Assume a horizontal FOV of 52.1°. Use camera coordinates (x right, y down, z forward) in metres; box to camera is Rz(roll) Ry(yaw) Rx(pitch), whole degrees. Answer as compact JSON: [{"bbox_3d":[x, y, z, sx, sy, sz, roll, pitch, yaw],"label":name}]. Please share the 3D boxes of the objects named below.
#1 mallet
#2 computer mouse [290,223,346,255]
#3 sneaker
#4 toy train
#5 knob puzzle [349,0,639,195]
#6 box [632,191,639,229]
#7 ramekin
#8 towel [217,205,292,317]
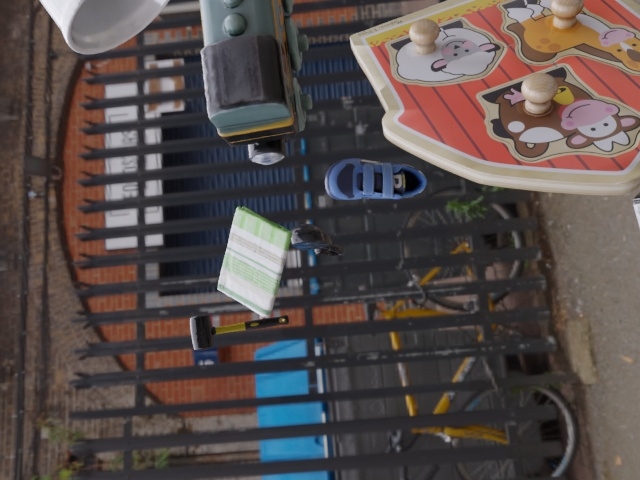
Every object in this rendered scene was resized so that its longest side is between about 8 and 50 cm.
[{"bbox_3d":[-0.149,0.150,1.205,0.039,0.189,0.063,-27,79,62],"label":"mallet"},{"bbox_3d":[0.000,0.000,1.298,0.242,0.071,0.041,27,-123,-71],"label":"computer mouse"},{"bbox_3d":[0.072,-0.077,0.830,0.059,0.144,0.053,13,105,56],"label":"sneaker"},{"bbox_3d":[-0.093,-0.273,0.862,0.190,0.142,0.334,52,-149,-80],"label":"toy train"},{"bbox_3d":[0.126,-0.102,0.385,0.030,0.213,0.213,75,-171,-51],"label":"knob puzzle"},{"bbox_3d":[0.441,0.005,0.772,0.184,0.045,0.191,-32,-75,-43],"label":"box"},{"bbox_3d":[-0.428,-0.517,1.301,0.135,0.277,0.277,50,-178,1],"label":"ramekin"},{"bbox_3d":[-0.104,0.034,1.046,0.023,0.113,0.152,-18,-50,-58],"label":"towel"}]
